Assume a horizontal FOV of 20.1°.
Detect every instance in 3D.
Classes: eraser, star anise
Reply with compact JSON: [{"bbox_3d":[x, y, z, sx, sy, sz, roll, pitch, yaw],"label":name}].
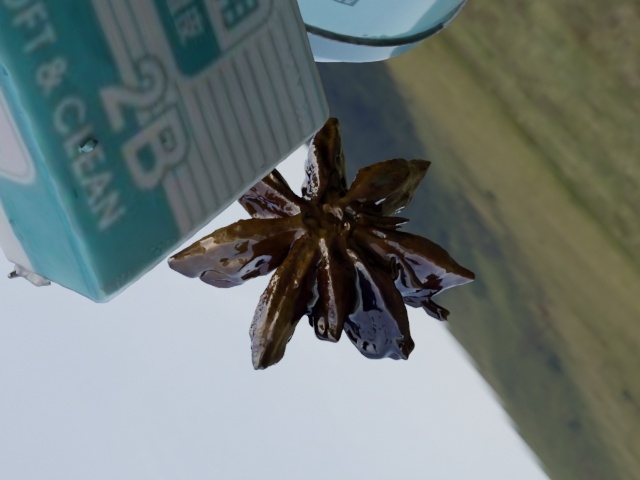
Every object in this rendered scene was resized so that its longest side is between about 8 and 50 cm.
[{"bbox_3d":[-0.070,-0.098,0.444,0.052,0.095,0.225,21,141,42],"label":"eraser"},{"bbox_3d":[0.000,0.001,0.951,0.168,0.057,0.167,10,-122,-17],"label":"star anise"}]

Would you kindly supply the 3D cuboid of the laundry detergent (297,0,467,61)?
[{"bbox_3d":[0.024,-0.277,1.063,0.287,0.305,0.287,21,-132,-26],"label":"laundry detergent"}]
